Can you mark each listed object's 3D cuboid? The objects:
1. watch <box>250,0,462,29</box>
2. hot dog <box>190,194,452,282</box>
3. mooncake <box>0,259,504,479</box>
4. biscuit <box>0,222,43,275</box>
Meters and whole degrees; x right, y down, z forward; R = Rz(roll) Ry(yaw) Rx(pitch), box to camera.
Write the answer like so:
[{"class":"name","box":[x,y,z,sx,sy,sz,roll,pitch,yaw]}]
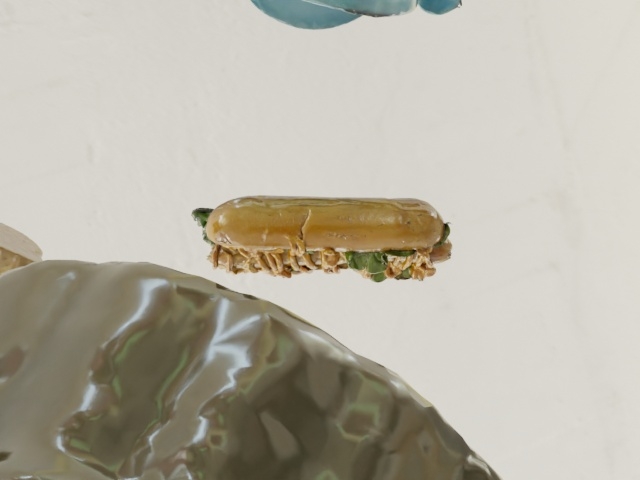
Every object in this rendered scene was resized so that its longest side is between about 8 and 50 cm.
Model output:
[{"class":"watch","box":[0.011,-0.218,0.841,0.211,0.193,0.211,6,-68,15]},{"class":"hot dog","box":[0.000,0.000,0.924,0.188,0.072,0.055,0,-109,3]},{"class":"mooncake","box":[-0.051,0.113,0.418,0.228,0.228,0.124,49,-131,-28]},{"class":"biscuit","box":[-0.267,-0.028,0.797,0.040,0.144,0.236,-60,-25,3]}]
